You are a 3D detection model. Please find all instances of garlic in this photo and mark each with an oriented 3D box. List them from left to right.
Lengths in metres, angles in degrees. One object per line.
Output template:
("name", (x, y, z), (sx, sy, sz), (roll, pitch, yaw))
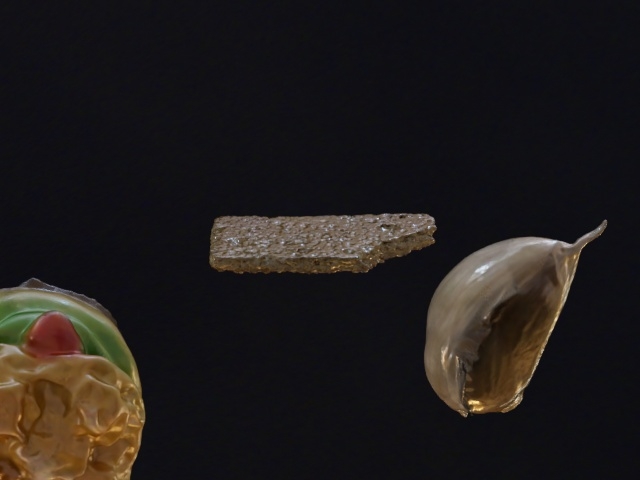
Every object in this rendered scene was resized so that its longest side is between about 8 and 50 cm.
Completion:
("garlic", (0.108, 0.043, 0.891), (0.084, 0.066, 0.152), (4, -67, -36))

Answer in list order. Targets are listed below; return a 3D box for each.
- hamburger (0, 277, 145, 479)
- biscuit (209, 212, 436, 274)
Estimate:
("hamburger", (-0.255, 0.159, 1.203), (0.237, 0.149, 0.237), (-8, -56, -12))
("biscuit", (0.005, 0.004, 1.463), (0.237, 0.131, 0.026), (0, -68, -3))
